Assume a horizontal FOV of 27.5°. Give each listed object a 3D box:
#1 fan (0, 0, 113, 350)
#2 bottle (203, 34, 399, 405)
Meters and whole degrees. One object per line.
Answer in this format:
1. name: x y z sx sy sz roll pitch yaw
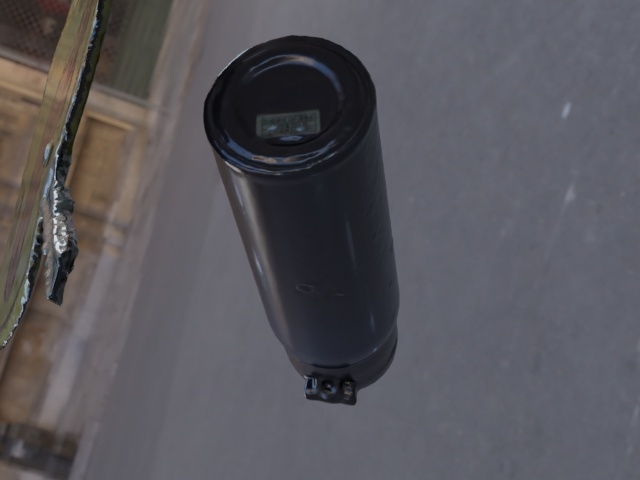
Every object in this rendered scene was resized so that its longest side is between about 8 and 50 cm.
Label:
1. fan: -0.115 -0.046 0.567 0.335 0.011 0.230 -122 49 -67
2. bottle: 0.000 0.000 0.637 0.244 0.072 0.082 78 -162 -59
